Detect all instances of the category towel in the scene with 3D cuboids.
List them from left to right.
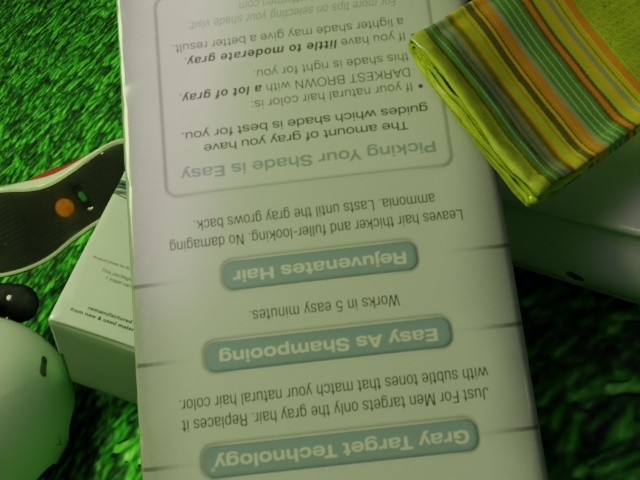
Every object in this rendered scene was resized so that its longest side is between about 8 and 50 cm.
[{"bbox_3d":[0.164,-0.120,0.375,0.237,0.021,0.102,-35,83,-12],"label":"towel"}]

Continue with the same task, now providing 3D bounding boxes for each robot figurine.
[{"bbox_3d":[-0.349,0.153,0.679,0.278,0.174,0.209,-5,96,36],"label":"robot figurine"}]

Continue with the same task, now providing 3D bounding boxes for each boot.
[{"bbox_3d":[-0.276,-0.039,0.805,0.244,0.088,0.176,-25,11,-1],"label":"boot"}]

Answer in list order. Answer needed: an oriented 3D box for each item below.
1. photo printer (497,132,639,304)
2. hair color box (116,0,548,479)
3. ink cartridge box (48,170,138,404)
[{"bbox_3d":[0.206,-0.087,0.493,0.308,0.107,0.256,21,70,46],"label":"photo printer"},{"bbox_3d":[0.000,0.000,0.410,0.186,0.113,0.374,-7,77,1],"label":"hair color box"},{"bbox_3d":[-0.138,0.017,0.632,0.087,0.153,0.208,20,60,-1],"label":"ink cartridge box"}]
